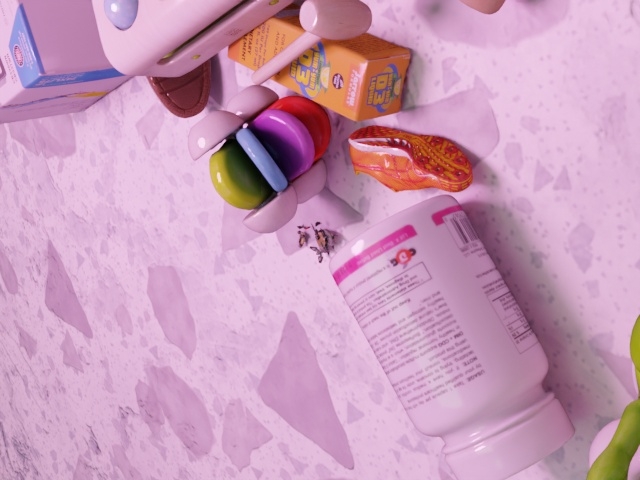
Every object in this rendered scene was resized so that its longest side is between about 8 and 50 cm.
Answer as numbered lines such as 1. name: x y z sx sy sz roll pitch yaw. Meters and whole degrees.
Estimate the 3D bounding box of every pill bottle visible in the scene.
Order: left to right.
1. pill bottle: 0.141 0.108 0.931 0.160 0.160 0.283 -39 76 47

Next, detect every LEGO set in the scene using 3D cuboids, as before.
1. LEGO set: -0.001 -0.003 1.148 0.083 0.024 0.054 40 129 47

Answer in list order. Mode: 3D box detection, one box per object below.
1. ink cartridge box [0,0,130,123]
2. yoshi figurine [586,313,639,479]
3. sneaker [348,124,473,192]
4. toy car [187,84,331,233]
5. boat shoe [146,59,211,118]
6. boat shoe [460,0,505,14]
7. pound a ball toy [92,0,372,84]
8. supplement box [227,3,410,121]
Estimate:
1. ink cartridge box: -0.428 -0.315 1.345 0.270 0.197 0.198 -16 93 49
2. yoshi figurine: 0.325 0.177 0.743 0.204 0.203 0.362 27 126 30
3. sneaker: 0.105 -0.083 0.983 0.175 0.064 0.067 26 140 45
4. toy car: -0.054 -0.111 1.046 0.136 0.182 0.159 -27 103 42
5. boat shoe: -0.217 -0.299 1.228 0.095 0.095 0.257 -145 39 -78
6. boat shoe: 0.059 -0.344 0.872 0.341 0.122 0.110 42 131 27
7. pound a ball toy: -0.118 -0.268 0.972 0.319 0.136 0.208 -21 80 42
8. supplement box: -0.008 -0.219 1.025 0.233 0.080 0.078 30 125 34
